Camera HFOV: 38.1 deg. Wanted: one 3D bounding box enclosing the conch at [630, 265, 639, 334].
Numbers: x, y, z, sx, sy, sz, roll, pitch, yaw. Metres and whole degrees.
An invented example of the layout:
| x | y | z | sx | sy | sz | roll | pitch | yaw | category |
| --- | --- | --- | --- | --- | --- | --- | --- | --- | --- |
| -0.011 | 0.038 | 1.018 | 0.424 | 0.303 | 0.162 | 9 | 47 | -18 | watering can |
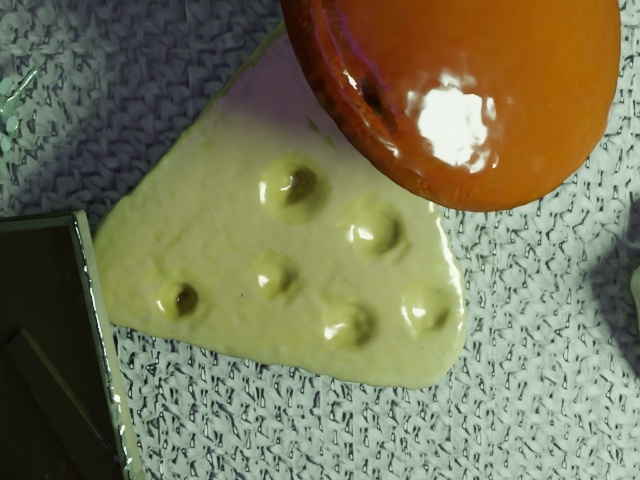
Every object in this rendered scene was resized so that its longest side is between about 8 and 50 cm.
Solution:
| x | y | z | sx | sy | sz | roll | pitch | yaw | category |
| --- | --- | --- | --- | --- | --- | --- | --- | --- | --- |
| 0.369 | 0.078 | 0.932 | 0.104 | 0.094 | 0.176 | -24 | 108 | -35 | conch |

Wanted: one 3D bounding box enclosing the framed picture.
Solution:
| x | y | z | sx | sy | sz | roll | pitch | yaw | category |
| --- | --- | --- | --- | --- | --- | --- | --- | --- | --- |
| -0.288 | 0.129 | 0.928 | 0.232 | 0.024 | 0.315 | -2 | 102 | 32 | framed picture |

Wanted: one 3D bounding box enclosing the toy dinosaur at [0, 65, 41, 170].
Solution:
| x | y | z | sx | sy | sz | roll | pitch | yaw | category |
| --- | --- | --- | --- | --- | --- | --- | --- | --- | --- |
| -0.329 | -0.080 | 0.907 | 0.039 | 0.082 | 0.209 | 31 | 81 | -12 | toy dinosaur |

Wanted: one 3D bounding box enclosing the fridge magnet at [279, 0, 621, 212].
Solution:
| x | y | z | sx | sy | sz | roll | pitch | yaw | category |
| --- | --- | --- | --- | --- | --- | --- | --- | --- | --- |
| 0.114 | -0.201 | 0.778 | 0.363 | 0.155 | 0.363 | 6 | 79 | -33 | fridge magnet |

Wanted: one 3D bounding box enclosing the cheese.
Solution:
| x | y | z | sx | sy | sz | roll | pitch | yaw | category |
| --- | --- | --- | --- | --- | --- | --- | --- | --- | --- |
| 0.001 | -0.001 | 0.912 | 0.384 | 0.104 | 0.384 | 0 | 100 | 2 | cheese |
